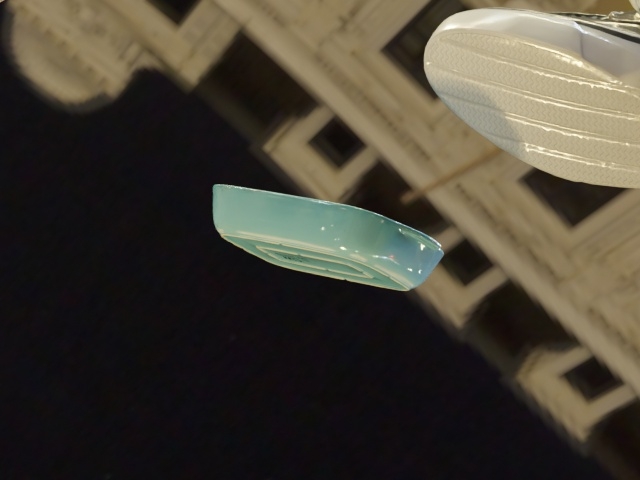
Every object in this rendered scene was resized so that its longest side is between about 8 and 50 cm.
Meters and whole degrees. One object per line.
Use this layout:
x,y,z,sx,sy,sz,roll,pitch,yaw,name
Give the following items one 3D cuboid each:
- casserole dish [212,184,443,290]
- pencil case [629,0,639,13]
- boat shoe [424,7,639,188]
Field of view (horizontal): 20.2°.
0.000,0.000,1.300,0.114,0.188,0.037,30,-104,-50,casserole dish
0.182,-0.260,1.120,0.124,0.113,0.273,10,-139,-49,pencil case
0.243,-0.107,1.255,0.335,0.121,0.119,17,-130,17,boat shoe
